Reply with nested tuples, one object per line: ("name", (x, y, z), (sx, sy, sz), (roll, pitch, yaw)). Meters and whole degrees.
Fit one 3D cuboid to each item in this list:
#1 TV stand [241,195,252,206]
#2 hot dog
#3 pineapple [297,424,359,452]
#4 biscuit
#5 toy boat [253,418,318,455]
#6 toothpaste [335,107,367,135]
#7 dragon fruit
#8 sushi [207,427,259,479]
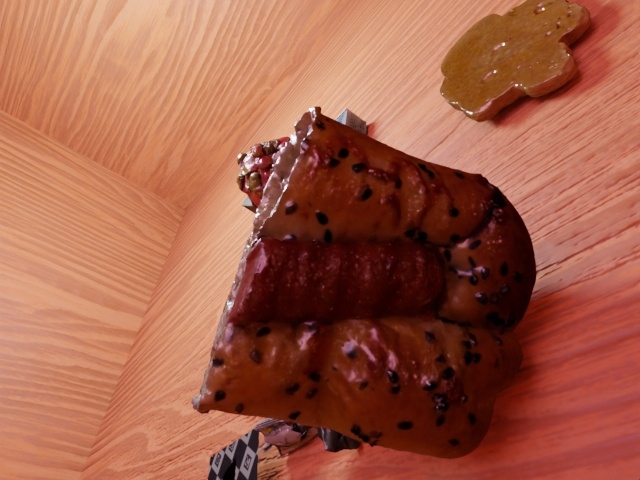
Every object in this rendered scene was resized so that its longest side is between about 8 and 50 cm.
("TV stand", (-0.214, -0.149, 1.586), (0.088, 0.083, 0.269), (-61, 25, -9))
("hot dog", (0.082, 0.069, 0.501), (0.196, 0.365, 0.367), (173, 116, -76))
("pineapple", (0.042, 0.180, 0.665), (0.141, 0.170, 0.310), (-150, 67, -81))
("biscuit", (0.372, -0.364, 0.817), (0.269, 0.051, 0.376), (-45, 30, 20))
("toy boat", (-0.030, 0.335, 0.759), (0.210, 0.084, 0.066), (-33, 12, 27))
("toothpaste", (0.076, -0.249, 1.176), (0.071, 0.089, 0.313), (-38, 32, 45))
("dragon fruit", (-0.141, -0.201, 1.304), (0.296, 0.263, 0.314), (-35, 35, 41))
("sushi", (-0.164, 0.522, 0.820), (0.231, 0.047, 0.220), (-45, 34, 35))
